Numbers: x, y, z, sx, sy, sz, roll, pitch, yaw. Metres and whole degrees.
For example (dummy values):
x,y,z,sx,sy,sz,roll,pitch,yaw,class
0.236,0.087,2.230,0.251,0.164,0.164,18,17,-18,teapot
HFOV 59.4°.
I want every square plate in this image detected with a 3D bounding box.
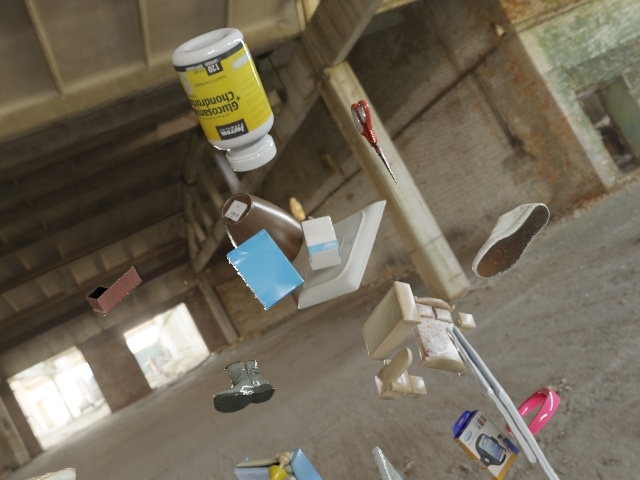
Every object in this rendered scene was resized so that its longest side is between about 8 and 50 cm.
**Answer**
x,y,z,sx,sy,sz,roll,pitch,yaw,class
0.057,0.043,1.874,0.344,0.049,0.347,-27,36,53,square plate

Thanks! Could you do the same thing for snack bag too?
x,y,z,sx,sy,sz,roll,pitch,yaw,class
0.389,0.368,1.170,0.037,0.342,0.323,-33,13,5,snack bag

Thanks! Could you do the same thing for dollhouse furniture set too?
x,y,z,sx,sy,sz,roll,pitch,yaw,class
-0.138,0.675,1.356,0.286,0.303,0.198,-17,24,29,dollhouse furniture set
0.308,0.242,1.395,0.355,0.303,0.174,13,-49,-22,dollhouse furniture set

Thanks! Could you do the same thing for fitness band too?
x,y,z,sx,sy,sz,roll,pitch,yaw,class
0.730,0.597,1.931,0.209,0.054,0.291,-46,-15,2,fitness band

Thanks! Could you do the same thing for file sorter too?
x,y,z,sx,sy,sz,roll,pitch,yaw,class
-0.147,0.082,1.461,0.118,0.170,0.104,-36,-7,-16,file sorter

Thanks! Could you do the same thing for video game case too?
x,y,z,sx,sy,sz,roll,pitch,yaw,class
0.217,0.686,1.503,0.023,0.193,0.212,-32,25,3,video game case

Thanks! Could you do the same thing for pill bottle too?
x,y,z,sx,sy,sz,roll,pitch,yaw,class
-0.128,-0.195,0.798,0.103,0.184,0.103,-14,34,10,pill bottle

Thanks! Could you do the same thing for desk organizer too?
x,y,z,sx,sy,sz,roll,pitch,yaw,class
-0.510,0.120,1.390,0.047,0.050,0.130,7,41,31,desk organizer

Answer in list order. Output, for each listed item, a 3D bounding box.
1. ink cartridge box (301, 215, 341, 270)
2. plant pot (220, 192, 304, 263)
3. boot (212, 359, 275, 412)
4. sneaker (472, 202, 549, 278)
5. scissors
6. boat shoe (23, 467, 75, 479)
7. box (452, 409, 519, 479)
x,y,z,sx,sy,sz,roll,pitch,yaw,class
0.000,0.000,1.693,0.090,0.143,0.092,-13,-36,-2,ink cartridge box
-0.196,-0.040,1.709,0.215,0.215,0.230,-29,-36,11,plant pot
-0.286,0.487,1.898,0.246,0.161,0.083,1,-58,-45,boot
0.546,0.001,1.673,0.290,0.106,0.123,-41,19,-10,sneaker
0.162,-0.277,1.652,0.021,0.297,0.109,-23,-3,-17,scissors
-0.608,0.535,1.115,0.103,0.092,0.285,-30,-17,21,boat shoe
0.337,0.416,1.157,0.081,0.136,0.028,-43,-1,-27,box
